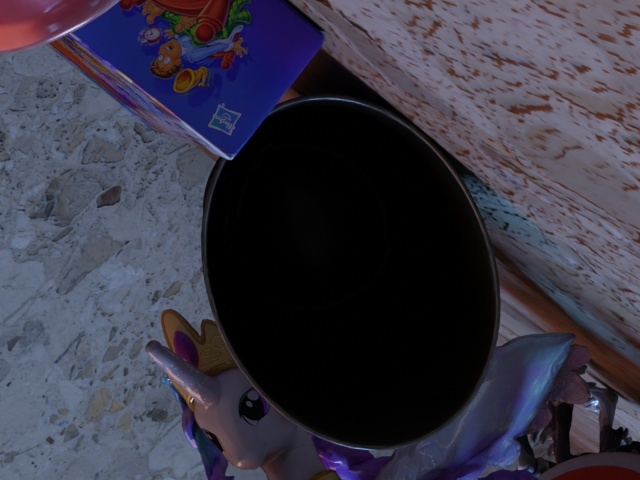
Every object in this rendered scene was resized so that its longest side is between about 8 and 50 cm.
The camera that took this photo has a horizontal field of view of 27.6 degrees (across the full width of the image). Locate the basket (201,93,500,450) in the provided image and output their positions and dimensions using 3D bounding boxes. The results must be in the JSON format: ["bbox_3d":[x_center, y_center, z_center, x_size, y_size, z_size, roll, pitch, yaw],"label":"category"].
[{"bbox_3d":[0.000,0.000,0.805,0.204,0.154,0.227,65,176,-13],"label":"basket"}]

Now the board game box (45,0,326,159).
[{"bbox_3d":[-0.147,-0.159,0.760,0.233,0.078,0.347,39,177,-15],"label":"board game box"}]

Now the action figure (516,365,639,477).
[{"bbox_3d":[0.226,0.179,1.183,0.276,0.141,0.164,8,156,23],"label":"action figure"}]

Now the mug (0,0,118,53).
[{"bbox_3d":[-0.135,-0.152,0.371,0.150,0.113,0.169,34,173,34],"label":"mug"}]

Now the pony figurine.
[{"bbox_3d":[0.055,0.208,0.894,0.351,0.303,0.363,17,-144,-52],"label":"pony figurine"}]

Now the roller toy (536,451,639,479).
[{"bbox_3d":[0.239,0.281,1.028,0.146,0.191,0.209,58,180,-37],"label":"roller toy"}]
